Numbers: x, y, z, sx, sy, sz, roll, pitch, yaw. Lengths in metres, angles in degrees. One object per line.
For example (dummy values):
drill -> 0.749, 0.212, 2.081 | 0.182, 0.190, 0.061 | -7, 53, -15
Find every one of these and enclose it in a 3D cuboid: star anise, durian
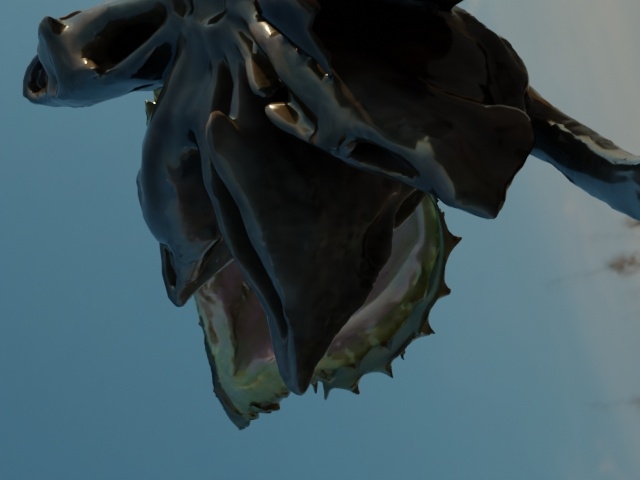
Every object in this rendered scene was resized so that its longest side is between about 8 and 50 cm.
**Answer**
star anise -> 0.001, -0.061, 0.373 | 0.089, 0.209, 0.231 | -22, -113, -41
durian -> 0.007, -0.012, 1.074 | 0.185, 0.195, 0.305 | -11, -86, -59
